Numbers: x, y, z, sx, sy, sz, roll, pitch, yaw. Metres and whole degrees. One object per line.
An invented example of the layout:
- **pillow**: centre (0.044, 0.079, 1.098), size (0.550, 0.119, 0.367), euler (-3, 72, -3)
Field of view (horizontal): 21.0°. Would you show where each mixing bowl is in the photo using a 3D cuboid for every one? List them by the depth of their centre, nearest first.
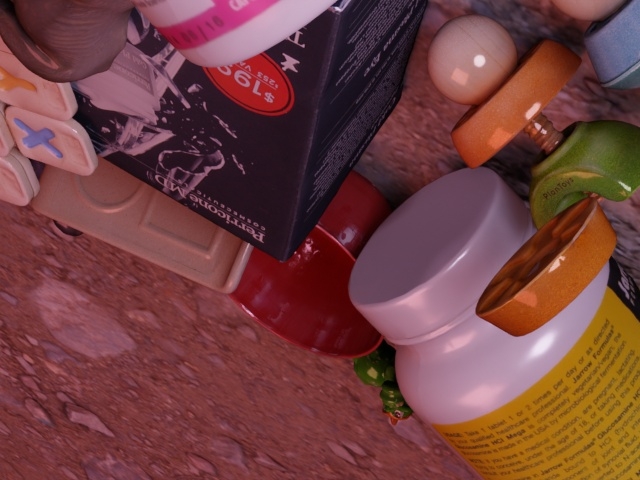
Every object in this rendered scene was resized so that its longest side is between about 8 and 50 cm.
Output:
- **mixing bowl**: centre (0.000, 0.000, 1.417), size (0.181, 0.098, 0.181), euler (26, 147, 19)

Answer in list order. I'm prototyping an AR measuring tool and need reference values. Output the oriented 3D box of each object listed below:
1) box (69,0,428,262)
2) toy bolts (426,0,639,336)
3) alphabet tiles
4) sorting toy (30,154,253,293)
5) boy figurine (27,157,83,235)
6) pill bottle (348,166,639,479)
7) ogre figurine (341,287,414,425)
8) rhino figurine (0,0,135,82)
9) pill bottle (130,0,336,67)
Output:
- **box**: centre (-0.106, -0.197, 1.137), size (0.343, 0.179, 0.312), euler (30, 153, 9)
- **toy bolts**: centre (0.145, -0.081, 1.050), size (0.158, 0.218, 0.228), euler (44, 134, -6)
- **alphabet tiles**: centre (-0.288, -0.134, 1.206), size (0.278, 0.021, 0.284), euler (20, 147, 24)
- **sorting toy**: centre (-0.112, -0.079, 1.350), size (0.208, 0.193, 0.038), euler (23, -179, 25)
- **boy figurine**: centre (-0.164, -0.069, 1.507), size (0.177, 0.092, 0.285), euler (47, 150, -23)
- **pill bottle**: centre (0.180, 0.107, 1.302), size (0.334, 0.188, 0.188), euler (46, 151, -22)
- **ogre figurine**: centre (0.088, 0.095, 1.498), size (0.197, 0.097, 0.118), euler (7, 126, 18)
- **rhino figurine**: centre (-0.133, -0.165, 0.950), size (0.106, 0.073, 0.243), euler (41, 150, -3)
- **pill bottle**: centre (-0.085, -0.225, 0.730), size (0.283, 0.160, 0.160), euler (48, 150, -20)
